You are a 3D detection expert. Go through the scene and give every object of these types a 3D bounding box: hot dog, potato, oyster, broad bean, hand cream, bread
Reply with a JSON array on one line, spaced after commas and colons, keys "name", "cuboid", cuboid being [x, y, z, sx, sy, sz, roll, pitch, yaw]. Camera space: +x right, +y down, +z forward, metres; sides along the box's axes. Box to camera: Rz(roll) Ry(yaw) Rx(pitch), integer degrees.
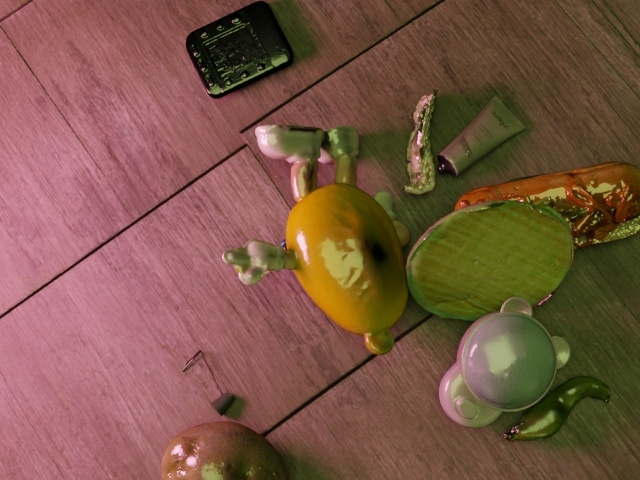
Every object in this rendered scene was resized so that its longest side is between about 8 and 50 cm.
[{"name": "hot dog", "cuboid": [0.416, -0.040, 1.628, 0.349, 0.158, 0.117, -9, 38, 4]}, {"name": "potato", "cuboid": [-0.169, 0.420, 1.616, 0.235, 0.160, 0.178, 28, 105, -1]}, {"name": "oyster", "cuboid": [0.199, -0.193, 1.726, 0.061, 0.106, 0.200, 10, 102, -7]}, {"name": "broad bean", "cuboid": [0.423, 0.307, 1.630, 0.213, 0.048, 0.070, -28, 79, -3]}, {"name": "hand cream", "cuboid": [0.296, -0.189, 1.724, 0.186, 0.054, 0.087, -41, 83, -9]}, {"name": "bread", "cuboid": [0.296, 0.034, 1.585, 0.301, 0.301, 0.045, -11, 44, 3]}]

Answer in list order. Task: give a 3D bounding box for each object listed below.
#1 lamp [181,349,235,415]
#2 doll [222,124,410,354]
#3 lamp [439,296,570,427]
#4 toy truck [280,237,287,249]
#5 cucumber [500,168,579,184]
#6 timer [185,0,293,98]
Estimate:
[{"name": "lamp", "cuboid": [-0.206, 0.268, 1.703, 0.054, 0.041, 0.121, -42, 82, -10]}, {"name": "doll", "cuboid": [0.012, -0.031, 1.638, 0.348, 0.161, 0.423, 20, 64, -16]}, {"name": "lamp", "cuboid": [0.319, 0.232, 1.611, 0.246, 0.108, 0.179, -45, 92, 0]}, {"name": "toy truck", "cuboid": [-0.032, 0.001, 1.722, 0.073, 0.056, 0.090, 26, 70, 1]}, {"name": "cucumber", "cuboid": [0.451, -0.105, 1.691, 0.250, 0.056, 0.056, -7, 80, 5]}, {"name": "timer", "cuboid": [-0.162, -0.376, 1.794, 0.187, 0.055, 0.144, -26, 81, -3]}]
